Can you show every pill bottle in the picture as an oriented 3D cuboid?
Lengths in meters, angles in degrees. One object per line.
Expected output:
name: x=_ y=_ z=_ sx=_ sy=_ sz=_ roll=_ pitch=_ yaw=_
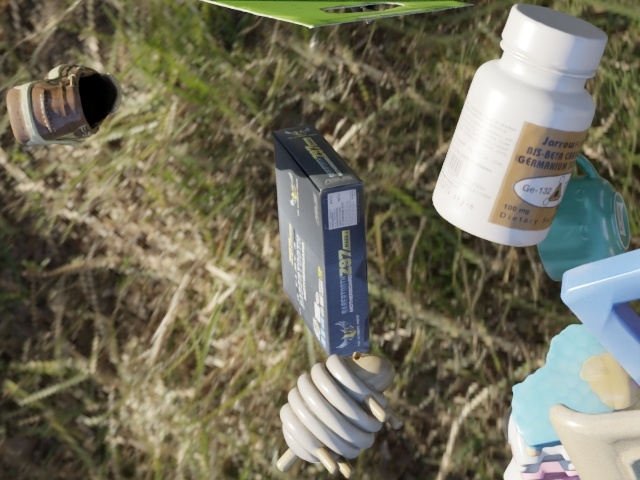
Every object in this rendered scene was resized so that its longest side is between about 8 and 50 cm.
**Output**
pill bottle: x=0.212 y=-0.121 z=1.346 sx=0.131 sy=0.131 sz=0.229 roll=18 pitch=113 yaw=2

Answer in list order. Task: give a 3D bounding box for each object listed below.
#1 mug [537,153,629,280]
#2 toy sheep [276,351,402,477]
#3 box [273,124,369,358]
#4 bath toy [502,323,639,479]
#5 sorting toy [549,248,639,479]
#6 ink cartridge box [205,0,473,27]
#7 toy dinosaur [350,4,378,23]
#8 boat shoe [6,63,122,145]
mug: x=0.331 y=-0.028 z=1.631 sx=0.097 sy=0.129 sz=0.158 roll=-8 pitch=128 yaw=25
toy sheep: x=0.011 y=0.146 z=1.081 sx=0.132 sy=0.091 sz=0.091 roll=-45 pitch=100 yaw=2
box: x=0.000 y=0.000 z=1.562 sx=0.059 sy=0.183 sz=0.233 roll=-11 pitch=120 yaw=-15
bath toy: x=0.270 y=0.198 z=1.415 sx=0.151 sy=0.348 sz=0.129 roll=-6 pitch=69 yaw=3
sorting toy: x=0.203 y=0.123 z=0.499 sx=0.196 sy=0.047 sz=0.348 roll=-7 pitch=137 yaw=27
ink cartridge box: x=-0.024 y=-0.248 z=1.055 sx=0.255 sy=0.189 sz=0.097 roll=23 pitch=118 yaw=42
toy dinosaur: x=0.112 y=-0.358 z=1.488 sx=0.218 sy=0.322 sz=0.164 roll=-28 pitch=68 yaw=-5
boat shoe: x=-0.271 y=-0.156 z=1.485 sx=0.095 sy=0.257 sz=0.095 roll=-11 pitch=104 yaw=9
